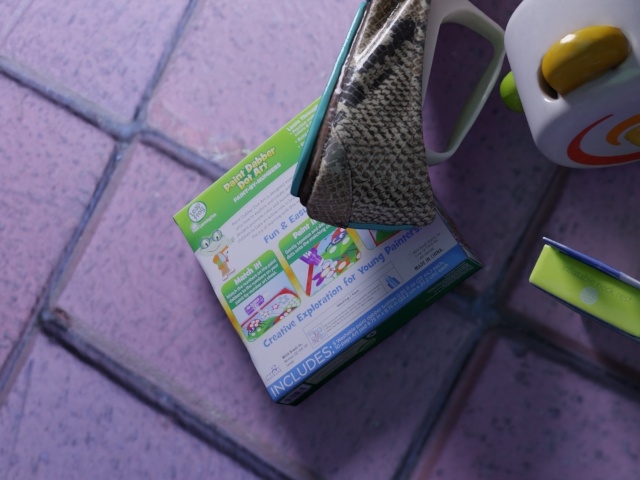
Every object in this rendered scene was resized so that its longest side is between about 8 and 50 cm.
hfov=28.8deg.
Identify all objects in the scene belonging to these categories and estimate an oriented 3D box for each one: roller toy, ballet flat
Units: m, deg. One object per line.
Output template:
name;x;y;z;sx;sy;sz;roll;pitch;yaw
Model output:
roller toy;0.270;-0.151;1.100;0.191;0.209;0.146;-11;71;-6
ballet flat;0.098;-0.231;1.229;0.182;0.164;0.483;11;73;-2

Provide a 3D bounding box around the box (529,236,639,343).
box;0.251;0.053;1.068;0.109;0.178;0.042;27;91;30

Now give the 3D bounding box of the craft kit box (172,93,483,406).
craft kit box;0.000;0.000;1.283;0.250;0.061;0.247;-37;66;14
